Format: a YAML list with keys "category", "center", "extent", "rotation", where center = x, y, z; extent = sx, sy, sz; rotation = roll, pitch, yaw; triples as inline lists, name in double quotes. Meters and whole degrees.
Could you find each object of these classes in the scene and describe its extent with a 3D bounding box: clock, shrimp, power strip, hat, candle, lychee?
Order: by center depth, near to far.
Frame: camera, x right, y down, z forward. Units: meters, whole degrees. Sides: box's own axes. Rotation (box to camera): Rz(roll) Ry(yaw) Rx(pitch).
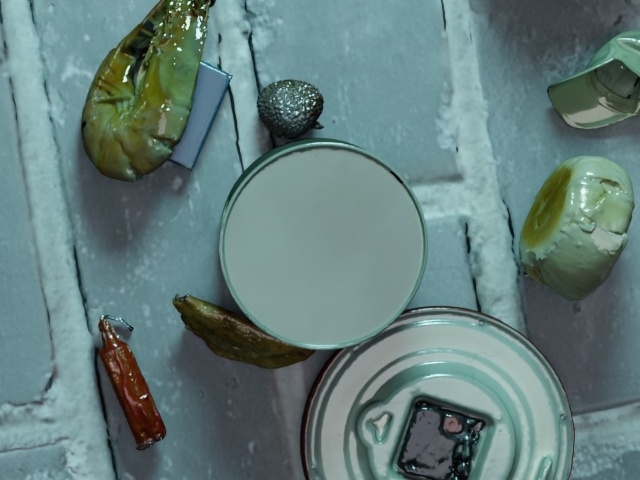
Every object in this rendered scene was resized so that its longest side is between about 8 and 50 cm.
- category: "shrimp"
  center: [-0.187, -0.195, 1.876]
  extent: [0.145, 0.061, 0.267]
  rotation: [23, 93, 36]
- category: "lychee"
  center: [-0.032, -0.149, 1.901]
  extent: [0.083, 0.068, 0.067]
  rotation: [23, 52, -1]
- category: "power strip"
  center: [-0.147, -0.146, 1.909]
  extent: [0.056, 0.032, 0.123]
  rotation: [24, 93, -5]
- category: "hat"
  center: [0.345, -0.181, 1.921]
  extent: [0.166, 0.081, 0.122]
  rotation: [-20, 136, 13]
- category: "candle"
  center: [-0.217, 0.159, 1.926]
  extent: [0.048, 0.053, 0.162]
  rotation: [-22, 94, -6]
- category: "clock"
  center: [0.135, 0.233, 1.936]
  extent: [0.319, 0.080, 0.318]
  rotation: [0, 96, -3]

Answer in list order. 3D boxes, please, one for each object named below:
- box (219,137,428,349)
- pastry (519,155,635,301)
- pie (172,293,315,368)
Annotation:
- category: "box"
  center: [0.000, 0.000, 1.871]
  extent: [0.226, 0.149, 0.226]
  rotation: [0, 95, -3]
- category: "pastry"
  center: [0.289, -0.016, 1.887]
  extent: [0.088, 0.166, 0.165]
  rotation: [24, 94, -11]
- category: "pie"
  center: [-0.096, 0.109, 1.916]
  extent: [0.170, 0.092, 0.034]
  rotation: [26, 54, -6]
